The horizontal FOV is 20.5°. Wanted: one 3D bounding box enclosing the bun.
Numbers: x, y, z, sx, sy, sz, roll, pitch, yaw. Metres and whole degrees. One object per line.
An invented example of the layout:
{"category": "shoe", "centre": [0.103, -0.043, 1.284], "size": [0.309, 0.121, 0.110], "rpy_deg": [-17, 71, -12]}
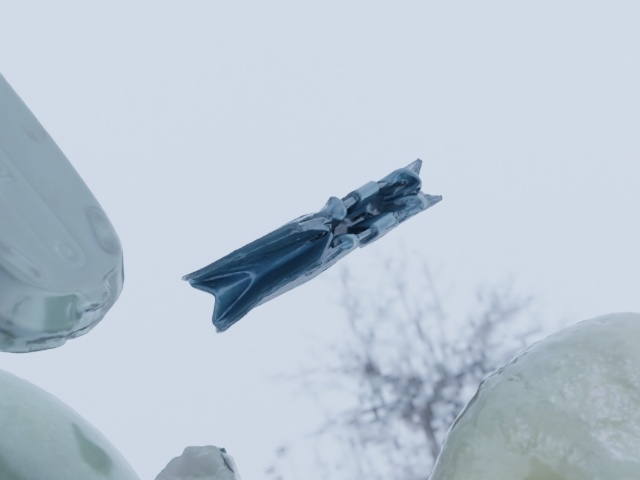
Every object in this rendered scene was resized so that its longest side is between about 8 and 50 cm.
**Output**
{"category": "bun", "centre": [0.239, 0.223, 1.277], "size": [0.359, 0.211, 0.360], "rpy_deg": [-19, -56, -32]}

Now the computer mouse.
{"category": "computer mouse", "centre": [-0.270, -0.057, 1.211], "size": [0.095, 0.331, 0.197], "rpy_deg": [-45, -12, 32]}

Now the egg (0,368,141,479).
{"category": "egg", "centre": [-0.265, 0.252, 1.444], "size": [0.258, 0.352, 0.258], "rpy_deg": [-39, -6, -5]}

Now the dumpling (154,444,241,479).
{"category": "dumpling", "centre": [-0.099, 0.289, 1.677], "size": [0.127, 0.188, 0.108], "rpy_deg": [-32, 7, -6]}

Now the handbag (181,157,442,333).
{"category": "handbag", "centre": [0.000, 0.000, 1.638], "size": [0.179, 0.062, 0.229], "rpy_deg": [-28, 1, 35]}
